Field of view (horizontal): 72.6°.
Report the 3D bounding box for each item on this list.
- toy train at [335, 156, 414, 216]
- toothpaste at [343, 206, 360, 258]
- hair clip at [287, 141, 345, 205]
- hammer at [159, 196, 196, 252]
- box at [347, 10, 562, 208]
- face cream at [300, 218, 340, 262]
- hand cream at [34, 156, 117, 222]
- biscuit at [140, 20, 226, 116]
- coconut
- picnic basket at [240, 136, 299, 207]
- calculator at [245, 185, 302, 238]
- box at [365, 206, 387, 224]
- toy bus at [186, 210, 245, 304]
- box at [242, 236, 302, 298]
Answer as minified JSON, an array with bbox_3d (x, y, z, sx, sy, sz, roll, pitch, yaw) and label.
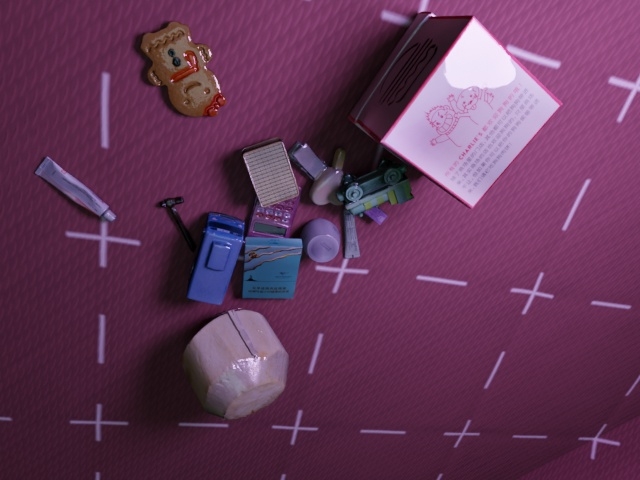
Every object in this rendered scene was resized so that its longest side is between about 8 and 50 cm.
[{"bbox_3d":[0.146,-0.135,1.177,0.200,0.083,0.132,-22,126,6],"label":"toy train"},{"bbox_3d":[0.089,-0.031,1.304,0.048,0.029,0.197,-9,121,-2],"label":"toothpaste"},{"bbox_3d":[0.013,-0.185,1.194,0.159,0.071,0.218,-42,120,9],"label":"hair clip"},{"bbox_3d":[-0.383,-0.040,1.218,0.065,0.021,0.178,-19,119,-1],"label":"hammer"},{"bbox_3d":[0.299,-0.312,1.042,0.312,0.300,0.314,30,108,-23],"label":"box"},{"bbox_3d":[0.000,0.000,1.259,0.117,0.104,0.117,-3,117,-6],"label":"face cream"},{"bbox_3d":[-0.627,-0.121,1.129,0.216,0.038,0.052,43,79,-20],"label":"hand cream"},{"bbox_3d":[-0.323,-0.395,1.041,0.165,0.036,0.226,-23,119,1],"label":"biscuit"},{"bbox_3d":[-0.255,0.358,1.305,0.322,0.323,0.323,-4,117,-8],"label":"coconut"},{"bbox_3d":[-0.130,-0.177,1.143,0.115,0.079,0.164,-20,108,-6],"label":"picnic basket"},{"bbox_3d":[-0.132,-0.079,1.238,0.126,0.034,0.191,12,108,-15],"label":"calculator"},{"bbox_3d":[0.138,-0.097,1.265,0.117,0.051,0.036,35,105,-26],"label":"box"},{"bbox_3d":[-0.292,0.051,1.217,0.116,0.134,0.234,16,113,-16],"label":"toy bus"},{"bbox_3d":[-0.146,0.085,1.280,0.161,0.042,0.229,1,133,-11],"label":"box"}]
